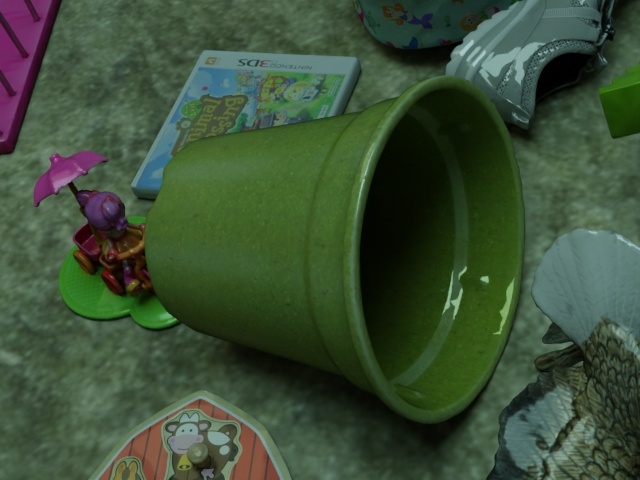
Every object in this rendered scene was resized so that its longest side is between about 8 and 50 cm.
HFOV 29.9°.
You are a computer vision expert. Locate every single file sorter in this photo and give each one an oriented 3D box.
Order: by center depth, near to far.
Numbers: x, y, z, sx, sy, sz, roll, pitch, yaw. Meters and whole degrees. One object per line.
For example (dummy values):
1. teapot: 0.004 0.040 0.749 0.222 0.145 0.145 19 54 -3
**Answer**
1. file sorter: -0.461 -0.258 1.418 0.202 0.182 0.290 -6 50 14

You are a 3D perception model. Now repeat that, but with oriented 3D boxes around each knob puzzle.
1. knob puzzle: -0.117 0.208 1.016 0.213 0.030 0.213 -9 49 11

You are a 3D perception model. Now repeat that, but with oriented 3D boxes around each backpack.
1. backpack: 0.123 -0.335 1.299 0.225 0.191 0.253 -14 53 5

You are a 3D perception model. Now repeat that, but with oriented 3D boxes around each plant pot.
1. plant pot: 0.000 0.000 1.021 0.254 0.276 0.276 4 52 35

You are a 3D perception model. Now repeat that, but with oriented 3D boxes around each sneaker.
1. sneaker: 0.257 -0.214 1.220 0.281 0.105 0.115 -44 66 -11

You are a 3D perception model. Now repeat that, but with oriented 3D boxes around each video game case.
1. video game case: -0.078 -0.123 1.285 0.193 0.023 0.212 6 54 23

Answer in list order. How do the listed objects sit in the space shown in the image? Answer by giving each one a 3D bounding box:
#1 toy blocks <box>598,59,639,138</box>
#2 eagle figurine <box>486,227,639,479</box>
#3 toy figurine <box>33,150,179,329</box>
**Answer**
1. toy blocks: 0.450 -0.199 1.075 0.382 0.190 0.261 -14 30 21
2. eagle figurine: 0.234 0.159 0.840 0.225 0.226 0.298 15 49 4
3. toy figurine: -0.206 -0.011 1.142 0.130 0.159 0.173 -43 52 -19
